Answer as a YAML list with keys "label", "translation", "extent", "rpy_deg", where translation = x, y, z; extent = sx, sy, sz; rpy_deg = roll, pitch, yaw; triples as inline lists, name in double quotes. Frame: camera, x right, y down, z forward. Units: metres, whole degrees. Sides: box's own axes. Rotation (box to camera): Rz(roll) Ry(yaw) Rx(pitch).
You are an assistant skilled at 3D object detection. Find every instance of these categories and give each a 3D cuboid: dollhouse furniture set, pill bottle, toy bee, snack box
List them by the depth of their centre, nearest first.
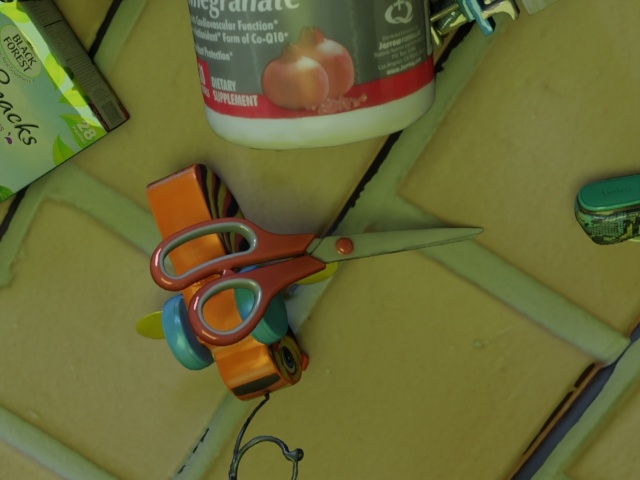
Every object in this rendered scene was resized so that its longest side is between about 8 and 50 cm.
- label: "pill bottle"
  translation: [-0.017, -0.238, 0.805]
  extent: [0.176, 0.176, 0.319]
  rpy_deg: [-2, 112, 12]
- label: "dollhouse furniture set"
  translation: [0.107, -0.226, 0.871]
  extent: [0.129, 0.184, 0.129]
  rpy_deg: [-27, 101, 19]
- label: "snack box"
  translation: [-0.306, -0.149, 1.043]
  extent: [0.174, 0.070, 0.207]
  rpy_deg: [-29, 103, 18]
- label: "toy bee"
  translation: [-0.078, 0.085, 1.055]
  extent: [0.195, 0.162, 0.298]
  rpy_deg: [1, 84, 19]

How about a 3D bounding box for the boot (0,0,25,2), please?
- label: "boot"
  translation: [-0.181, -0.339, 0.891]
  extent: [0.347, 0.131, 0.260]
  rpy_deg: [-15, 113, -10]

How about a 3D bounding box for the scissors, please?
- label: "scissors"
  translation: [0.000, 0.000, 0.991]
  extent: [0.297, 0.021, 0.109]
  rpy_deg: [-22, 72, -21]

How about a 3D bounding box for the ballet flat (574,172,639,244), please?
- label: "ballet flat"
  translation: [0.313, -0.034, 0.971]
  extent: [0.188, 0.070, 0.070]
  rpy_deg: [-9, 107, 16]
